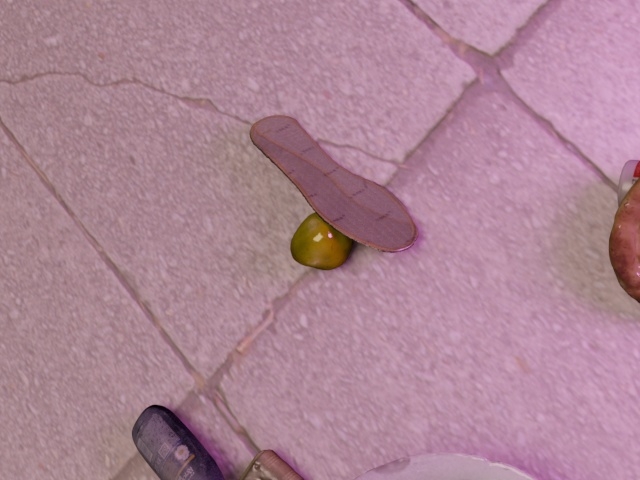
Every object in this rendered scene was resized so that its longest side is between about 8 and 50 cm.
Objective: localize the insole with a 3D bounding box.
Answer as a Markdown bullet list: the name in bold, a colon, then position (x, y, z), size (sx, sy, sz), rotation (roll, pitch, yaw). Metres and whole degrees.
- **insole**: position (0.014, -0.091, 1.652), size (0.119, 0.009, 0.348), rotation (-29, 56, -27)

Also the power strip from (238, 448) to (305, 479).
- **power strip**: position (-0.156, 0.498, 1.656), size (0.092, 0.066, 0.387), rotation (38, 97, 26)

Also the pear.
- **pear**: position (0.000, 0.000, 1.639), size (0.097, 0.092, 0.092), rotation (-14, 74, 2)

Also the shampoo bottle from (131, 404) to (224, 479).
- **shampoo bottle**: position (-0.216, 0.346, 1.685), size (0.234, 0.049, 0.087), rotation (36, 99, 44)

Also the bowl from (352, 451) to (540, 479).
- **bowl**: position (0.163, 0.507, 1.374), size (0.435, 0.196, 0.434), rotation (-4, 61, 6)

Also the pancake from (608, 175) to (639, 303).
- **pancake**: position (0.489, -0.003, 1.354), size (0.250, 0.031, 0.250), rotation (8, 113, 19)

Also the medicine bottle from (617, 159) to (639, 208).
- **medicine bottle**: position (0.466, -0.061, 1.408), size (0.140, 0.079, 0.079), rotation (8, 85, 29)
